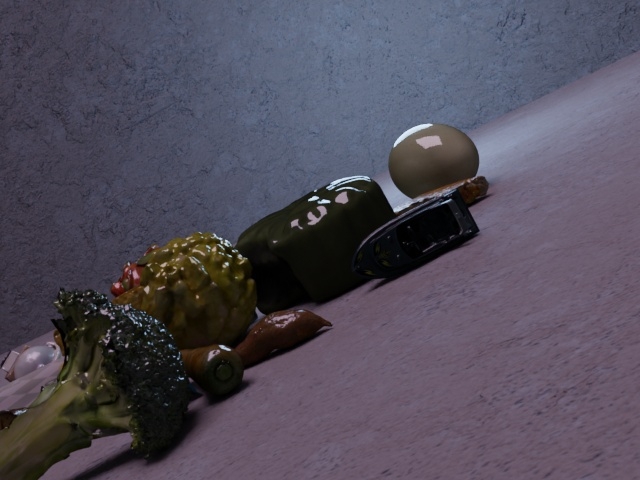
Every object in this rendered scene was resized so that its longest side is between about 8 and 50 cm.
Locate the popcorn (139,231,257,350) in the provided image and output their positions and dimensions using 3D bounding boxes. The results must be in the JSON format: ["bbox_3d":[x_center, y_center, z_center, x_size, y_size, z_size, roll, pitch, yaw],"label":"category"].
[{"bbox_3d":[-0.242,0.111,1.710,0.259,0.259,0.212,-25,-15,11],"label":"popcorn"}]

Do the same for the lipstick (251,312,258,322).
[{"bbox_3d":[-0.242,0.165,1.957,0.066,0.068,0.317,-32,9,-30],"label":"lipstick"}]

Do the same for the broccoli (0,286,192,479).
[{"bbox_3d":[-0.339,0.264,1.288,0.361,0.252,0.221,-61,1,4],"label":"broccoli"}]

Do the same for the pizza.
[{"bbox_3d":[0.246,-0.076,1.965,0.246,0.058,0.127,-24,6,4],"label":"pizza"}]

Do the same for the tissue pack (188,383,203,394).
[{"bbox_3d":[-0.253,0.206,1.448,0.028,0.138,0.085,-55,19,-15],"label":"tissue pack"}]

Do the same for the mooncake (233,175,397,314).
[{"bbox_3d":[0.000,0.000,1.815,0.351,0.187,0.351,-28,5,2],"label":"mooncake"}]

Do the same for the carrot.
[{"bbox_3d":[-0.197,0.200,1.466,0.078,0.078,0.298,-30,9,-23],"label":"carrot"}]

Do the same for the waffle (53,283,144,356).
[{"bbox_3d":[-0.412,0.202,1.915,0.274,0.168,0.057,-28,1,6],"label":"waffle"}]

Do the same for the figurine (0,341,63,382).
[{"bbox_3d":[-0.720,0.336,2.310,0.236,0.141,0.162,-13,43,53],"label":"figurine"}]

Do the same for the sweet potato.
[{"bbox_3d":[-0.091,0.157,1.470,0.226,0.068,0.068,-26,7,13],"label":"sweet potato"}]

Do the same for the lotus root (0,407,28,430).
[{"bbox_3d":[-0.511,0.352,1.531,0.159,0.095,0.135,-66,-12,16],"label":"lotus root"}]

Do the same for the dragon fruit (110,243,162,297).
[{"bbox_3d":[-0.439,0.122,2.436,0.227,0.224,0.224,-32,7,-8],"label":"dragon fruit"}]

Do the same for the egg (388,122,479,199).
[{"bbox_3d":[0.269,-0.184,2.137,0.188,0.189,0.253,-30,12,-26],"label":"egg"}]

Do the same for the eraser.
[{"bbox_3d":[-0.492,0.288,1.789,0.396,0.082,0.213,-26,26,6],"label":"eraser"}]

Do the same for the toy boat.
[{"bbox_3d":[0.163,-0.003,1.591,0.246,0.093,0.103,-27,-1,-7],"label":"toy boat"}]
